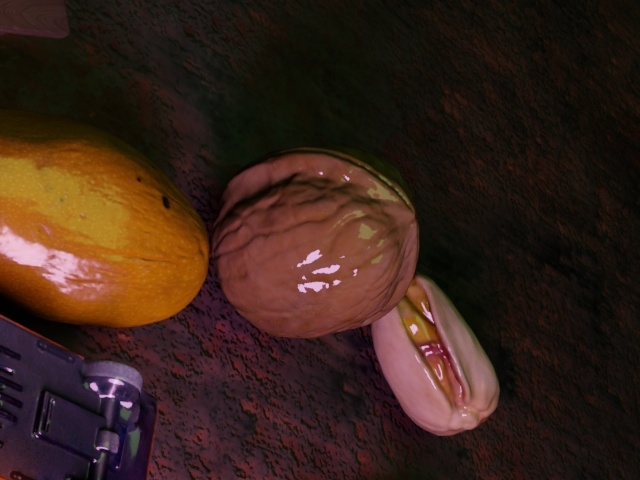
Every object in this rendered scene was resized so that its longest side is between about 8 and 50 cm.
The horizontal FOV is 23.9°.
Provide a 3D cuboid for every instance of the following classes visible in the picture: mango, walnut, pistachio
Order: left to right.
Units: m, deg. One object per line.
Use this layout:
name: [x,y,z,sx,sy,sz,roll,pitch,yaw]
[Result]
mango: [-0.244,-0.024,1.358,0.359,0.144,0.187,24,60,-38]
walnut: [0.000,0.000,1.576,0.228,0.228,0.228,22,60,-44]
pistachio: [0.127,0.136,1.766,0.200,0.117,0.145,57,2,-6]

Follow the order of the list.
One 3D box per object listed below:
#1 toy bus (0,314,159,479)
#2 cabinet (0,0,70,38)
toy bus: [-0.289,0.137,1.234,0.329,0.153,0.143,33,51,-40]
cabinet: [-0.337,-0.254,1.313,0.148,0.175,0.215,-1,76,-50]
